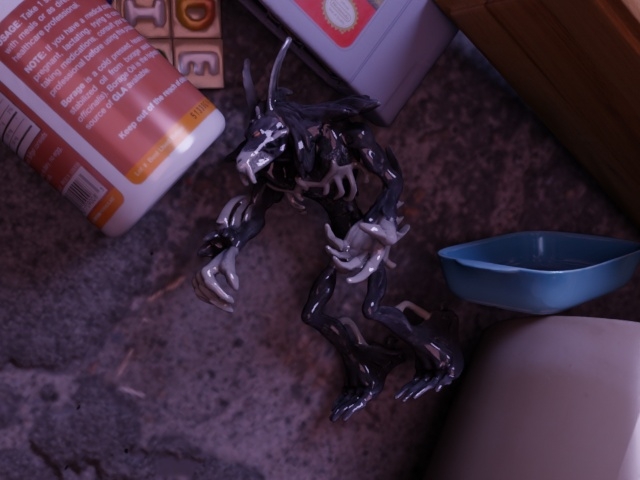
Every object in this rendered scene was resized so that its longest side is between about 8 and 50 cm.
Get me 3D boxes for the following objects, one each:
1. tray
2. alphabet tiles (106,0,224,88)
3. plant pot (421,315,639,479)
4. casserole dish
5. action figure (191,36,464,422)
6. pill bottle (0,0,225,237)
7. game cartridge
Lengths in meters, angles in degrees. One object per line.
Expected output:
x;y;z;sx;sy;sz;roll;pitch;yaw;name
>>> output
0.273;-0.058;0.614;0.411;0.203;0.076;42;86;-18;tray
-0.176;-0.194;0.656;0.198;0.009;0.237;-2;93;-10;alphabet tiles
0.195;0.213;0.619;0.323;0.323;0.281;13;73;-11;plant pot
0.169;0.022;0.651;0.188;0.114;0.037;-11;106;-47;casserole dish
0.000;0.000;0.623;0.141;0.164;0.276;-45;111;-48;action figure
-0.180;-0.114;0.593;0.216;0.121;0.121;44;85;-9;pill bottle
0.008;-0.244;0.612;0.294;0.060;0.196;38;82;-32;game cartridge
